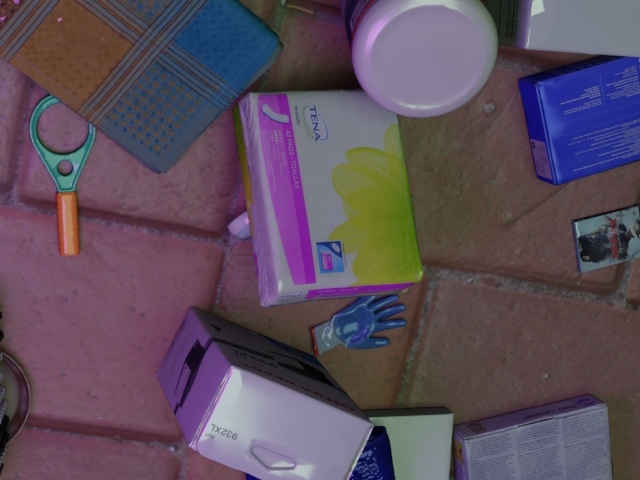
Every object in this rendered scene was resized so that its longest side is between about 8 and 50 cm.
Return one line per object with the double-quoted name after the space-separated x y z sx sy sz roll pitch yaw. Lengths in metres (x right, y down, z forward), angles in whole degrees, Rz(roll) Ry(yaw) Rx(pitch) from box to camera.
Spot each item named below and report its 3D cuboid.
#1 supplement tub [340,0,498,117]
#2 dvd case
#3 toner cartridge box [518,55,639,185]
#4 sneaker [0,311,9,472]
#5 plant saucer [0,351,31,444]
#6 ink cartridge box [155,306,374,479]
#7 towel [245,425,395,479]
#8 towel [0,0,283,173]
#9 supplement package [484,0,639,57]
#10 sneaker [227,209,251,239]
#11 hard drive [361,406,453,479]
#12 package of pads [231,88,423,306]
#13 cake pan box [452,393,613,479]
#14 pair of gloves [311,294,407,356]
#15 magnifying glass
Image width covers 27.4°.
0.126 -0.307 1.776 0.191 0.272 0.191 -2 125 -3 "supplement tub"
0.463 -0.004 2.093 0.119 0.013 0.087 -13 105 -13 "dvd case"
0.489 -0.213 2.022 0.347 0.075 0.165 -16 107 -11 "toner cartridge box"
-0.494 0.217 1.808 0.118 0.110 0.292 -4 94 -7 "sneaker"
-0.500 0.226 1.871 0.168 0.029 0.169 -3 102 -16 "plant saucer"
-0.086 0.223 1.836 0.223 0.307 0.129 25 95 -19 "ink cartridge box"
0.015 0.445 1.994 0.227 0.076 0.308 -9 100 8 "towel"
-0.265 -0.279 1.745 0.271 0.040 0.370 -43 121 18 "towel"
0.335 -0.369 1.847 0.199 0.262 0.198 2 102 -16 "supplement package"
0.001 0.000 1.906 0.255 0.094 0.151 -13 85 -15 "sneaker"
0.100 0.418 2.070 0.203 0.040 0.308 0 102 -15 "hard drive"
0.014 -0.065 1.820 0.229 0.101 0.297 -4 76 -22 "package of pads"
0.353 0.393 2.121 0.266 0.070 0.246 -12 107 -12 "cake pan box"
0.044 0.081 1.992 0.159 0.023 0.198 -18 107 -11 "pair of gloves"
-0.359 -0.093 1.843 0.092 0.026 0.231 -4 104 -15 "magnifying glass"
